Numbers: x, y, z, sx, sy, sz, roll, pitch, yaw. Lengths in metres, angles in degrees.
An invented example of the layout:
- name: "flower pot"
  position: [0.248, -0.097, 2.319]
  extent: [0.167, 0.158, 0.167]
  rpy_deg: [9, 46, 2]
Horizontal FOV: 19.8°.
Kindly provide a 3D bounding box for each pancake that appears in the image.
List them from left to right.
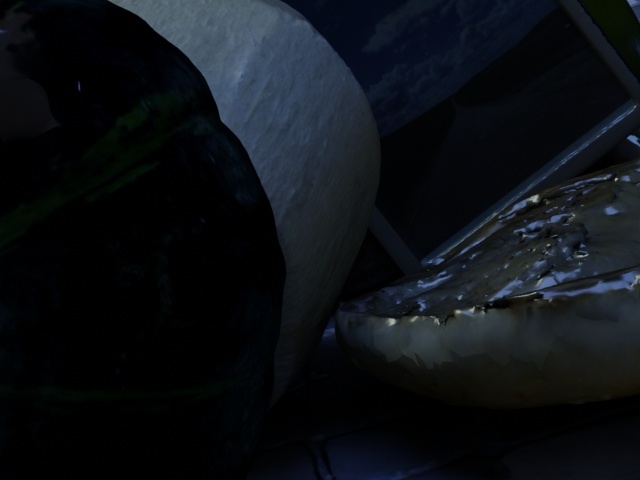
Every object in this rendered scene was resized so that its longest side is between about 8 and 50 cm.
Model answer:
- name: "pancake"
  position: [0.189, 0.009, 0.915]
  extent: [0.387, 0.082, 0.387]
  rpy_deg: [-12, 9, 2]

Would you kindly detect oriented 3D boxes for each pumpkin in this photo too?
- name: "pumpkin"
  position: [-0.169, 0.039, 0.733]
  extent: [0.315, 0.315, 0.238]
  rpy_deg: [-15, 4, 3]

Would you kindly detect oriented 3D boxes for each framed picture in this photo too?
- name: "framed picture"
  position: [0.056, -0.122, 1.098]
  extent: [0.189, 0.260, 0.023]
  rpy_deg: [-37, 3, 5]

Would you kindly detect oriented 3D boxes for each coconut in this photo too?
- name: "coconut"
  position: [-0.101, -0.013, 0.966]
  extent: [0.245, 0.245, 0.247]
  rpy_deg: [-6, 31, 32]

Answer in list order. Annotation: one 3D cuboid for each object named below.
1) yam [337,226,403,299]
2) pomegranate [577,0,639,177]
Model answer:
- name: "yam"
  position: [0.001, 0.002, 1.142]
  extent: [0.141, 0.079, 0.079]
  rpy_deg: [-19, 15, -14]
- name: "pomegranate"
  position: [0.150, -0.090, 1.185]
  extent: [0.225, 0.187, 0.187]
  rpy_deg: [29, 39, 29]
